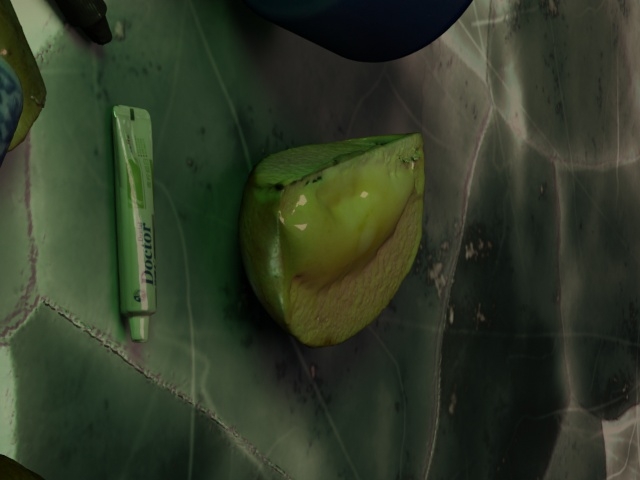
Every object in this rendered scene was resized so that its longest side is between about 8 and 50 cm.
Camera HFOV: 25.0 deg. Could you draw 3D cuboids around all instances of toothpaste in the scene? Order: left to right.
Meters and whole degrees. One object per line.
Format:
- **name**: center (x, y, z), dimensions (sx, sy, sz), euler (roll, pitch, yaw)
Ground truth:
- **toothpaste**: center (-0.153, -0.014, 1.196), dimensions (0.048, 0.029, 0.197), euler (5, 81, -58)

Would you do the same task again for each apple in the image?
- **apple**: center (0.000, 0.000, 1.364), dimensions (0.265, 0.120, 0.193), euler (-26, 123, -53)

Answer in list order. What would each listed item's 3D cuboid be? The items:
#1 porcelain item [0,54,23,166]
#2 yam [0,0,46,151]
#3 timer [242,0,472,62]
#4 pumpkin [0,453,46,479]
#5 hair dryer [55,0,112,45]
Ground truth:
- **porcelain item**: center (-0.269, -0.066, 0.898), dimensions (0.147, 0.147, 0.114), euler (43, 53, -49)
- **yam**: center (-0.276, -0.231, 0.967), dimensions (0.083, 0.083, 0.372), euler (-50, 129, -47)
- **timer**: center (-0.058, -0.309, 1.201), dimensions (0.383, 0.270, 0.270), euler (6, 83, -43)
- **pumpkin**: center (-0.229, 0.247, 0.938), dimensions (0.219, 0.162, 0.219), euler (-9, 101, -59)
- **hair dryer**: center (-0.201, -0.227, 1.069), dimensions (0.071, 0.114, 0.248), euler (-60, 145, -28)
